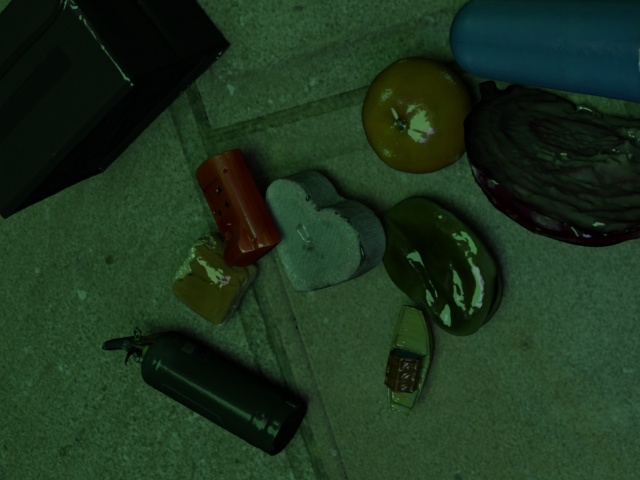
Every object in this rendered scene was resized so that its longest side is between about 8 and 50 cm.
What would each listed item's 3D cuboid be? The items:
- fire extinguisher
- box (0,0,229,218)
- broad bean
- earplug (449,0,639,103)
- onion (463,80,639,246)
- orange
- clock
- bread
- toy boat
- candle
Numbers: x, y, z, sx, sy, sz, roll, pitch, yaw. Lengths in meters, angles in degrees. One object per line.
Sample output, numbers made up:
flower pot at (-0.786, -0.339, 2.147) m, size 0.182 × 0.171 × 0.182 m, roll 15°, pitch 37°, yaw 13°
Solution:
fire extinguisher at (-0.179, 0.217, 2.218) m, size 0.311 × 0.114 × 0.095 m, roll 29°, pitch 122°, yaw 18°
box at (-0.346, -0.233, 2.071) m, size 0.345 × 0.251 × 0.204 m, roll -40°, pitch 87°, yaw 33°
broad bean at (0.165, 0.033, 1.999) m, size 0.153 × 0.072 × 0.207 m, roll -36°, pitch 88°, yaw 31°
earplug at (0.288, -0.246, 1.815) m, size 0.273 × 0.132 × 0.132 m, roll 9°, pitch 111°, yaw 28°
onion at (0.302, -0.064, 1.796) m, size 0.314 × 0.280 × 0.146 m, roll 25°, pitch 131°, yaw 19°
orange at (0.127, -0.163, 1.923) m, size 0.156 × 0.124 × 0.156 m, roll 10°, pitch 114°, yaw 22°
clock at (-0.126, -0.045, 2.095) m, size 0.155 × 0.061 × 0.113 m, roll 67°, pitch 153°, yaw 8°
bread at (-0.162, 0.059, 2.171) m, size 0.106 × 0.082 × 0.125 m, roll 42°, pitch 118°, yaw 17°
toy boat at (0.124, 0.168, 2.070) m, size 0.065 × 0.066 × 0.172 m, roll 18°, pitch 115°, yaw 24°
candle at (0.000, 0.000, 2.057) m, size 0.192 × 0.068 × 0.168 m, roll 39°, pitch 132°, yaw 28°
